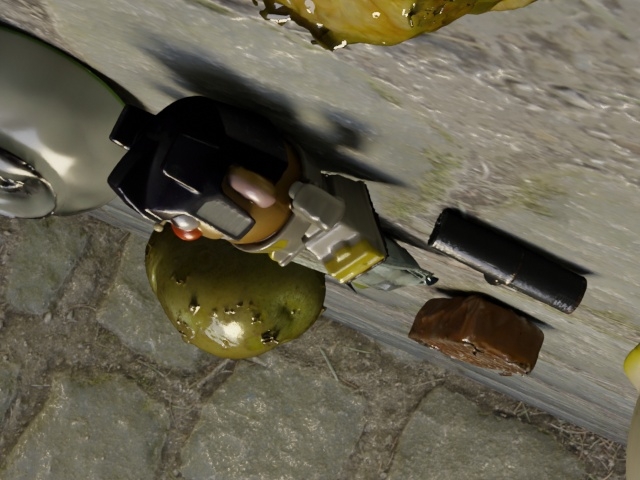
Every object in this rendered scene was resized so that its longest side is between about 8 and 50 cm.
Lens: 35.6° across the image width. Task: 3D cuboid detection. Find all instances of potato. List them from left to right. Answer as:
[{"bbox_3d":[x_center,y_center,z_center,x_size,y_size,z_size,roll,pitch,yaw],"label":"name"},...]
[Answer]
[{"bbox_3d":[-0.170,0.066,1.721,0.359,0.219,0.269,22,-148,34],"label":"potato"}]

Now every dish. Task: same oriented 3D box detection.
[{"bbox_3d":[-0.387,-0.111,1.210,0.324,0.124,0.324,13,151,7],"label":"dish"}]

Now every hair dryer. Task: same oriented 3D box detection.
[{"bbox_3d":[0.189,0.024,1.137,0.173,0.050,0.195,28,175,-7],"label":"hair dryer"}]

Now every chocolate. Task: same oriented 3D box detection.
[{"bbox_3d":[0.244,0.145,1.573,0.148,0.093,0.214,28,171,-17],"label":"chocolate"}]

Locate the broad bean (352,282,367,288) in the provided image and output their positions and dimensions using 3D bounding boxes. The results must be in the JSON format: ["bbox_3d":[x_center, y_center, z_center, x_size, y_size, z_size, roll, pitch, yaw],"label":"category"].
[{"bbox_3d":[0.072,0.054,1.665,0.063,0.045,0.083,43,170,11],"label":"broad bean"}]

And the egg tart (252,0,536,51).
[{"bbox_3d":[0.004,-0.144,0.402,0.212,0.090,0.212,27,170,5],"label":"egg tart"}]

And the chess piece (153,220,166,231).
[{"bbox_3d":[-0.261,-0.058,1.705,0.035,0.092,0.035,24,173,3],"label":"chess piece"}]

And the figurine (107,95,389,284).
[{"bbox_3d":[-0.079,-0.055,1.017,0.308,0.143,0.308,8,161,3],"label":"figurine"}]

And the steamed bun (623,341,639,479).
[{"bbox_3d":[0.335,0.140,0.492,0.334,0.334,0.374,27,172,-22],"label":"steamed bun"}]

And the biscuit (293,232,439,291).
[{"bbox_3d":[0.004,0.002,1.385,0.186,0.079,0.309,27,171,-35],"label":"biscuit"}]

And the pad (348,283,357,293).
[{"bbox_3d":[0.015,0.046,1.791,0.116,0.004,0.193,40,175,12],"label":"pad"}]
